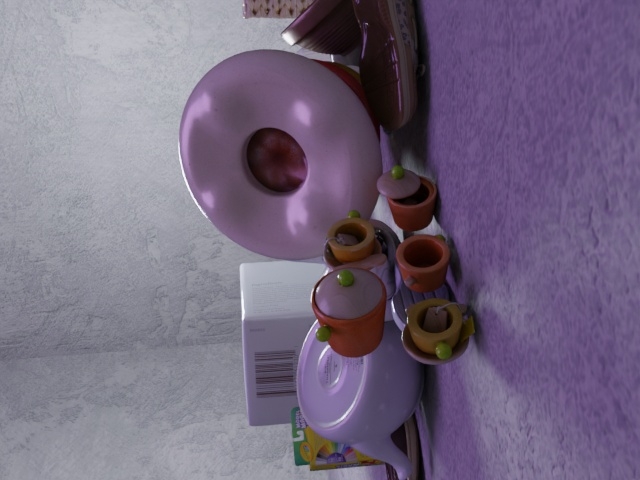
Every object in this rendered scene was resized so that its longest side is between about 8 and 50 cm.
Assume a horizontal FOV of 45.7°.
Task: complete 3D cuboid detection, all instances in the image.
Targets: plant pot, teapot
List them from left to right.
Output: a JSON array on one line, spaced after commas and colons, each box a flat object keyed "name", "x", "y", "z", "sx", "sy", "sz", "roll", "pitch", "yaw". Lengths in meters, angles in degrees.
[{"name": "plant pot", "x": 0.049, "y": -0.408, "z": 1.346, "sx": 0.110, "sy": 0.237, "sz": 0.237, "roll": 45, "pitch": -174, "yaw": -14}, {"name": "teapot", "x": 0.090, "y": 0.229, "z": 1.305, "sx": 0.252, "sy": 0.187, "sz": 0.256, "roll": 44, "pitch": 114, "yaw": 55}]

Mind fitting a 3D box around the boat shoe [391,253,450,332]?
[{"name": "boat shoe", "x": 0.150, "y": 0.091, "z": 1.115, "sx": 0.226, "sy": 0.083, "sz": 0.076, "roll": -78, "pitch": -23, "yaw": -62}]

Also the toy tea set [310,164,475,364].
[{"name": "toy tea set", "x": 0.088, "y": 0.013, "z": 1.022, "sx": 0.336, "sy": 0.199, "sz": 0.124, "roll": -91, "pitch": -7, "yaw": -46}]

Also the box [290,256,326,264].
[{"name": "box", "x": 0.000, "y": 0.000, "z": 1.763, "sx": 0.126, "sy": 0.137, "sz": 0.072, "roll": -67, "pitch": -19, "yaw": -68}]

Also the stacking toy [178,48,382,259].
[{"name": "stacking toy", "x": -0.004, "y": -0.206, "z": 1.379, "sx": 0.480, "sy": 0.350, "sz": 0.351, "roll": -50, "pitch": -38, "yaw": -58}]

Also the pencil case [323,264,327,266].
[{"name": "pencil case", "x": 0.051, "y": -0.064, "z": 1.866, "sx": 0.124, "sy": 0.113, "sz": 0.273, "roll": -74, "pitch": -14, "yaw": -57}]

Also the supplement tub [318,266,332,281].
[{"name": "supplement tub", "x": 0.072, "y": 0.097, "z": 1.551, "sx": 0.200, "sy": 0.144, "sz": 0.145, "roll": 129, "pitch": 137, "yaw": -82}]

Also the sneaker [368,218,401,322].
[{"name": "sneaker", "x": 0.094, "y": 0.021, "z": 1.288, "sx": 0.292, "sy": 0.110, "sz": 0.118, "roll": -86, "pitch": -11, "yaw": -64}]

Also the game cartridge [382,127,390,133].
[{"name": "game cartridge", "x": 0.124, "y": -0.247, "z": 1.419, "sx": 0.083, "sy": 0.017, "sz": 0.056, "roll": 93, "pitch": 168, "yaw": -54}]

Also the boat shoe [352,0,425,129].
[{"name": "boat shoe", "x": 0.116, "y": -0.310, "z": 1.163, "sx": 0.104, "sy": 0.089, "sz": 0.286, "roll": -15, "pitch": 81, "yaw": 59}]

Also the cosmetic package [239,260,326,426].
[{"name": "cosmetic package", "x": -0.059, "y": 0.272, "z": 2.157, "sx": 0.394, "sy": 0.327, "sz": 0.330, "roll": -108, "pitch": 15, "yaw": -68}]

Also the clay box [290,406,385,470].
[{"name": "clay box", "x": 0.052, "y": 0.402, "z": 1.569, "sx": 0.053, "sy": 0.221, "sz": 0.128, "roll": 94, "pitch": 171, "yaw": -59}]

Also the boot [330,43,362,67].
[{"name": "boot", "x": 0.075, "y": -0.343, "z": 1.659, "sx": 0.247, "sy": 0.083, "sz": 0.161, "roll": 83, "pitch": 172, "yaw": -53}]

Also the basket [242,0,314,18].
[{"name": "basket", "x": -0.046, "y": -0.682, "z": 1.638, "sx": 0.328, "sy": 0.266, "sz": 0.332, "roll": -99, "pitch": 8, "yaw": -51}]

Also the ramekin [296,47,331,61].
[{"name": "ramekin", "x": 0.001, "y": -0.411, "z": 2.080, "sx": 0.273, "sy": 0.127, "sz": 0.273, "roll": 176, "pitch": 90, "yaw": -86}]

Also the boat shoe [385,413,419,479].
[{"name": "boat shoe", "x": 0.107, "y": 0.327, "z": 1.433, "sx": 0.123, "sy": 0.123, "sz": 0.342, "roll": 96, "pitch": 169, "yaw": -64}]
